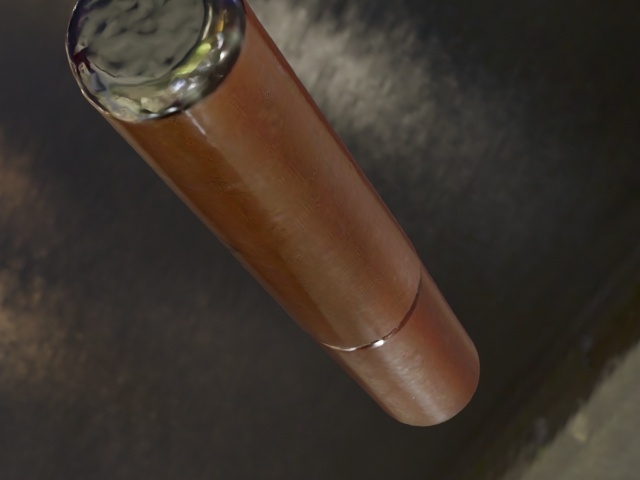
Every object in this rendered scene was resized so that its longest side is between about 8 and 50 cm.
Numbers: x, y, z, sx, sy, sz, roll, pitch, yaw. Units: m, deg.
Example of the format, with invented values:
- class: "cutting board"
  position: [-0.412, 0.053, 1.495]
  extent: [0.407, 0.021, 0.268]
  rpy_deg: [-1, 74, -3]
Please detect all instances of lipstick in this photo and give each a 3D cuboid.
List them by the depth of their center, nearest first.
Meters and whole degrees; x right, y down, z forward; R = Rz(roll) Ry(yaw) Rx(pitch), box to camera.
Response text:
- class: "lipstick"
  position: [0.000, 0.000, 0.644]
  extent: [0.057, 0.356, 0.057]
  rpy_deg: [-6, 69, 15]
